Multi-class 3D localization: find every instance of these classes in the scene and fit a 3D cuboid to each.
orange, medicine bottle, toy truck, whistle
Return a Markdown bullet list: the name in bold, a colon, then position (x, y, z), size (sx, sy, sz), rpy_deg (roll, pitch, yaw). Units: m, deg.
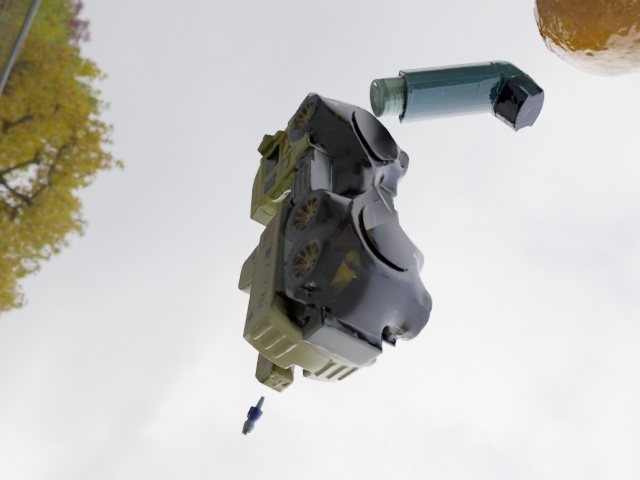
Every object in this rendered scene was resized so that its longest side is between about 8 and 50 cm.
- **orange**: position (0.298, -0.240, 0.756), size (0.178, 0.178, 0.155), rpy_deg (-24, -99, 43)
- **medicine bottle**: position (0.211, -0.226, 1.209), size (0.079, 0.258, 0.124), rpy_deg (98, -20, -48)
- **toy truck**: position (0.000, 0.000, 1.032), size (0.254, 0.181, 0.405), rpy_deg (-40, -146, 33)
- **whistle**: position (-0.130, 0.340, 1.497), size (0.033, 0.029, 0.083), rpy_deg (-18, -141, 56)
